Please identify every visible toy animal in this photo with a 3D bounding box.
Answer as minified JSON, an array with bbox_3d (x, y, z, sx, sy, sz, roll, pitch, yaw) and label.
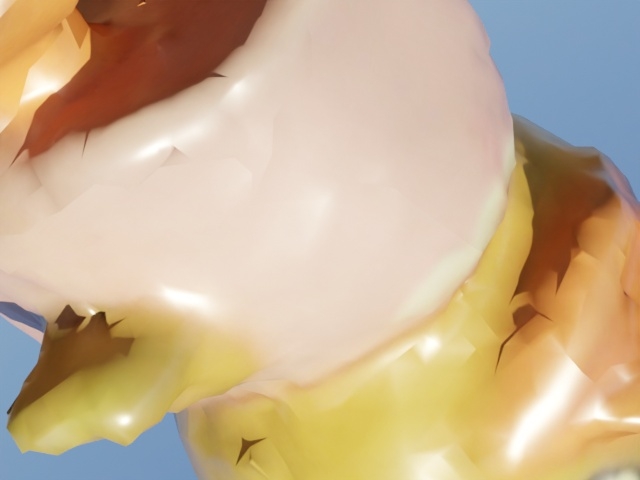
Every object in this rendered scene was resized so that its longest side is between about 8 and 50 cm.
[{"bbox_3d":[-0.001,0.002,0.498,0.169,0.281,0.195,-18,-140,50],"label":"toy animal"}]
